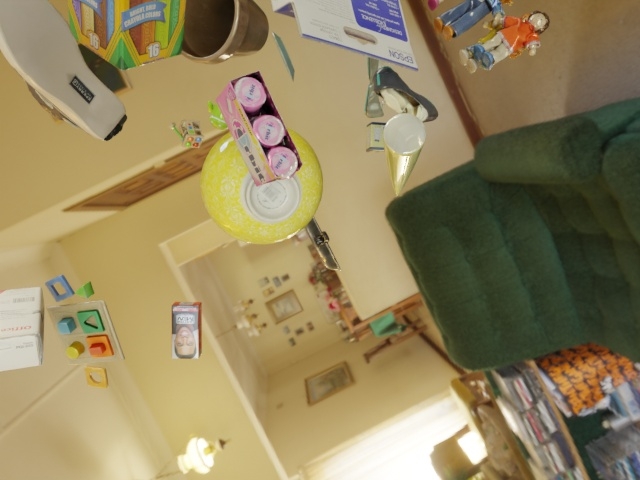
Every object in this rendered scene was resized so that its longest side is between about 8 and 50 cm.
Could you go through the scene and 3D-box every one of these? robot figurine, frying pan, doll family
[{"bbox_3d":[-0.288,-0.382,1.586,0.101,0.115,0.067,28,-167,8],"label":"robot figurine"},{"bbox_3d":[0.013,0.024,1.469,0.197,0.053,0.326,62,-178,-20],"label":"frying pan"},{"bbox_3d":[0.310,-0.416,0.997,0.263,0.163,0.118,56,176,18],"label":"doll family"}]

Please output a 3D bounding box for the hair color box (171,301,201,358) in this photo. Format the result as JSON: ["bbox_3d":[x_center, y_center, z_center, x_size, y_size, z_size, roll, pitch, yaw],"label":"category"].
[{"bbox_3d":[-0.345,0.231,1.375,0.043,0.071,0.141,-112,22,-84],"label":"hair color box"}]

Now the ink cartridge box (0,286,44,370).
[{"bbox_3d":[-0.730,0.204,1.234,0.218,0.158,0.092,-136,47,-56],"label":"ink cartridge box"}]

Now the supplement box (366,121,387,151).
[{"bbox_3d":[0.185,-0.310,1.614,0.056,0.083,0.083,-168,80,-81],"label":"supplement box"}]

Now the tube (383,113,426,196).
[{"bbox_3d":[0.131,-0.138,0.870,0.062,0.070,0.240,46,-179,9],"label":"tube"}]

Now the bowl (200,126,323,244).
[{"bbox_3d":[-0.118,-0.115,1.188,0.290,0.289,0.156,64,173,-20],"label":"bowl"}]

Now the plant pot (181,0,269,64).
[{"bbox_3d":[-0.271,-0.636,1.551,0.229,0.263,0.263,-14,-105,-58],"label":"plant pot"}]

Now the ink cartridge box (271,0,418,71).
[{"bbox_3d":[0.035,-0.473,1.021,0.072,0.303,0.307,-23,73,48],"label":"ink cartridge box"}]

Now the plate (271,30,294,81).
[{"bbox_3d":[-0.126,-0.654,1.888,0.188,0.024,0.188,-24,-90,-87],"label":"plate"}]

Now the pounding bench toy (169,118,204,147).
[{"bbox_3d":[-0.378,-0.297,1.495,0.052,0.083,0.065,-46,55,47],"label":"pounding bench toy"}]

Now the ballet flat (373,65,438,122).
[{"bbox_3d":[0.187,-0.300,1.176,0.203,0.074,0.074,29,-160,-36],"label":"ballet flat"}]

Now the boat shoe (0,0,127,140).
[{"bbox_3d":[-0.515,-0.321,0.985,0.158,0.127,0.341,21,157,22],"label":"boat shoe"}]

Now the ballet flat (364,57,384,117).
[{"bbox_3d":[0.167,-0.464,1.561,0.072,0.068,0.213,8,-96,-80],"label":"ballet flat"}]

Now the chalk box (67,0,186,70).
[{"bbox_3d":[-0.399,-0.539,1.104,0.179,0.180,0.289,36,135,16],"label":"chalk box"}]

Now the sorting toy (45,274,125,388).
[{"bbox_3d":[-0.637,0.258,1.429,0.047,0.195,0.348,-58,-41,-66],"label":"sorting toy"}]

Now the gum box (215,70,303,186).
[{"bbox_3d":[-0.110,-0.191,0.956,0.188,0.062,0.107,65,157,-8],"label":"gum box"}]
